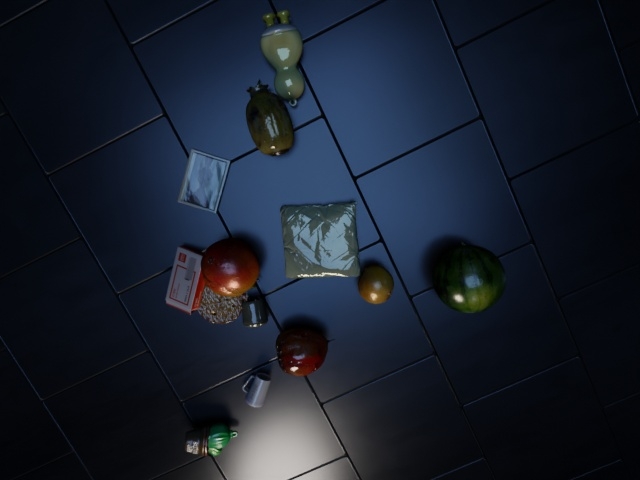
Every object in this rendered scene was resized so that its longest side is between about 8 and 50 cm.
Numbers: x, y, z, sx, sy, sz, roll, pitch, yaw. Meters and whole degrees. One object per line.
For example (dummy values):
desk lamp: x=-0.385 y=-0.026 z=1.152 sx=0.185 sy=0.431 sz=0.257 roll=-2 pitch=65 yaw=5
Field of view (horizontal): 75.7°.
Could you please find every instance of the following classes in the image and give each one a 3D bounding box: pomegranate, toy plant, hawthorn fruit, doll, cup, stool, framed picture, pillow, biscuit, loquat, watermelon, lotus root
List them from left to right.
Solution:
framed picture: x=-0.422 y=-0.214 z=1.492 sx=0.150 sy=0.015 sz=0.203 roll=18 pitch=99 yaw=-2
toy plant: x=-0.429 y=0.788 z=1.623 sx=0.201 sy=0.105 sz=0.142 roll=3 pitch=108 yaw=-12
biscuit: x=-0.383 y=0.227 z=1.562 sx=0.188 sy=0.027 sz=0.187 roll=0 pitch=100 yaw=-1
pomegranate: x=-0.310 y=0.103 z=1.454 sx=0.210 sy=0.210 sz=0.235 roll=-27 pitch=121 yaw=5
stool: x=-0.247 y=0.265 z=1.535 sx=0.096 sy=0.096 sz=0.110 roll=-8 pitch=95 yaw=2
cup: x=-0.253 y=0.575 z=1.606 sx=0.104 sy=0.074 sz=0.116 roll=23 pitch=96 yaw=25
lotus root: x=-0.180 y=-0.422 z=1.395 sx=0.154 sy=0.154 sz=0.278 roll=-16 pitch=94 yaw=3
doll: x=-0.121 y=-0.604 z=1.384 sx=0.142 sy=0.117 sz=0.296 roll=-11 pitch=113 yaw=-4
hawthorn fruit: x=-0.051 y=0.396 z=1.526 sx=0.235 sy=0.181 sz=0.181 roll=-16 pitch=100 yaw=-18
pillow: x=0.001 y=0.001 z=1.499 sx=0.281 sy=0.076 sz=0.274 roll=-3 pitch=96 yaw=7
loquat: x=0.202 y=0.157 z=1.491 sx=0.141 sy=0.141 sz=0.141 roll=0 pitch=100 yaw=0
watermelon: x=0.515 y=0.132 z=1.438 sx=0.243 sy=0.242 sz=0.242 roll=0 pitch=100 yaw=0

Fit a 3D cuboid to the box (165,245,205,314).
box: x=-0.490 y=0.144 z=1.520 sx=0.123 sy=0.050 sz=0.229 roll=20 pitch=100 yaw=17
